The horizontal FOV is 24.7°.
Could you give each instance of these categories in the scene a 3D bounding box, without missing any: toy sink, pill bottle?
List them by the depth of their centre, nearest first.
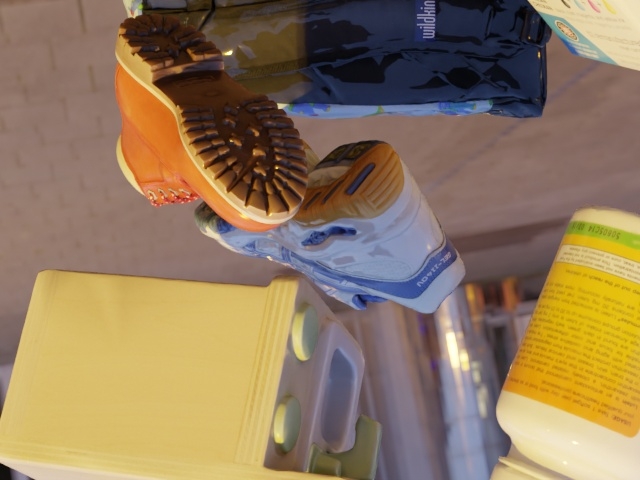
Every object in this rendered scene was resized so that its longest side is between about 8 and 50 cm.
[{"bbox_3d":[-0.051,0.102,0.897,0.234,0.131,0.153,4,160,20],"label":"toy sink"},{"bbox_3d":[0.220,0.108,1.152,0.136,0.246,0.136,23,174,2],"label":"pill bottle"}]

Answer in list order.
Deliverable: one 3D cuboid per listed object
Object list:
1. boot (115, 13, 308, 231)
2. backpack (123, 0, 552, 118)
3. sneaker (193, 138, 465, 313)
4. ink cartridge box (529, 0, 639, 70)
[{"bbox_3d":[-0.059,-0.041,0.743,0.059,0.158,0.084,-8,130,-31],"label":"boot"},{"bbox_3d":[-0.001,-0.237,1.311,0.355,0.290,0.273,-12,-162,-13],"label":"backpack"},{"bbox_3d":[0.000,0.000,1.130,0.112,0.131,0.296,-44,-160,-13],"label":"sneaker"},{"bbox_3d":[0.206,-0.263,1.052,0.168,0.233,0.171,-46,-158,-3],"label":"ink cartridge box"}]
